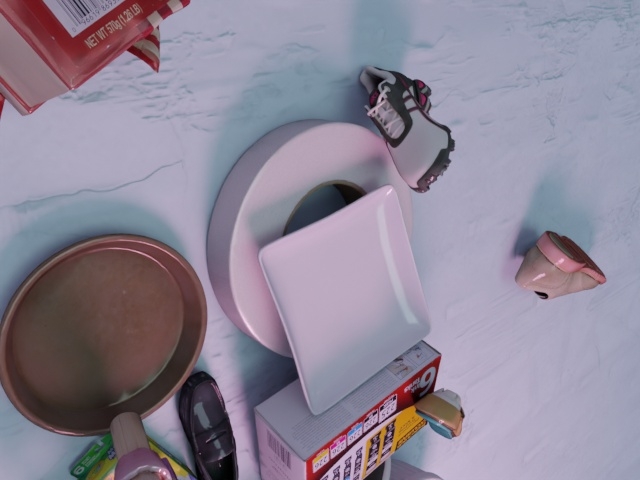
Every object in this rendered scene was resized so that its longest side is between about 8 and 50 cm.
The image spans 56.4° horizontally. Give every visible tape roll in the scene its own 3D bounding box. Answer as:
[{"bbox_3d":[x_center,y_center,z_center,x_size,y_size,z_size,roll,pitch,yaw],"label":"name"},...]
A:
[{"bbox_3d":[0.000,0.000,0.976,0.391,0.072,0.393,-14,112,-38],"label":"tape roll"}]

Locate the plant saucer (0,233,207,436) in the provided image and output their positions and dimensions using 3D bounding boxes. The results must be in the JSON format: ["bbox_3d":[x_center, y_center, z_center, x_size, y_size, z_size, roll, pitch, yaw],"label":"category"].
[{"bbox_3d":[-0.281,0.123,0.793,0.277,0.041,0.278,-13,111,-37],"label":"plant saucer"}]

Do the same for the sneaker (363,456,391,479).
[{"bbox_3d":[0.024,0.472,1.122,0.147,0.104,0.296,50,58,-21],"label":"sneaker"}]

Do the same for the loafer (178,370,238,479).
[{"bbox_3d":[-0.164,0.306,0.922,0.076,0.078,0.224,-21,116,-35],"label":"loafer"}]

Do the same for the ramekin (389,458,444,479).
[{"bbox_3d":[0.144,0.587,1.243,0.272,0.127,0.273,-13,111,-37],"label":"ramekin"}]

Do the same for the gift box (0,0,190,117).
[{"bbox_3d":[-0.250,-0.255,0.553,0.255,0.258,0.276,-43,119,-23],"label":"gift box"}]

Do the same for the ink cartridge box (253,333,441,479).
[{"bbox_3d":[0.050,0.327,1.039,0.309,0.130,0.272,-29,137,-31],"label":"ink cartridge box"}]

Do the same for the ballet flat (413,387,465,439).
[{"bbox_3d":[0.210,0.289,1.025,0.073,0.080,0.232,-59,157,-12],"label":"ballet flat"}]

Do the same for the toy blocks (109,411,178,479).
[{"bbox_3d":[-0.253,0.437,0.723,0.288,0.260,0.309,-29,124,-15],"label":"toy blocks"}]

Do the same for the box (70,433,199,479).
[{"bbox_3d":[-0.267,0.345,0.871,0.105,0.043,0.179,-47,126,-19],"label":"box"}]

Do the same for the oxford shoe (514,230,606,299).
[{"bbox_3d":[0.601,0.077,1.508,0.396,0.141,0.146,17,123,-47],"label":"oxford shoe"}]

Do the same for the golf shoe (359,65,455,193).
[{"bbox_3d":[0.123,-0.177,0.933,0.120,0.273,0.105,24,124,-25],"label":"golf shoe"}]

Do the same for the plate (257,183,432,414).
[{"bbox_3d":[0.043,0.084,0.939,0.277,0.045,0.278,-28,109,-31],"label":"plate"}]
